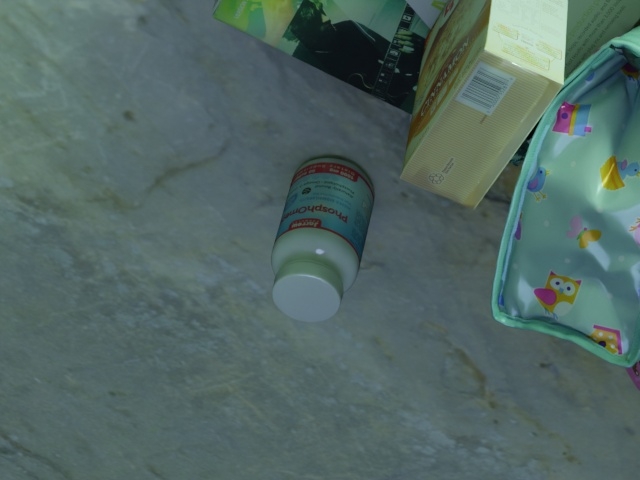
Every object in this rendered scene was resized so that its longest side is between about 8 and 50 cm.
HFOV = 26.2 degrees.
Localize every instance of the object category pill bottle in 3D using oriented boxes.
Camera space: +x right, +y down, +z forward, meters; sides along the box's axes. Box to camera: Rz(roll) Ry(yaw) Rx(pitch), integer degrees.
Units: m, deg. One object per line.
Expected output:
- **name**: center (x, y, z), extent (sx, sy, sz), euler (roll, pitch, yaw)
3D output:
- **pill bottle**: center (0.000, 0.000, 1.343), extent (0.087, 0.160, 0.087), euler (7, 134, 7)

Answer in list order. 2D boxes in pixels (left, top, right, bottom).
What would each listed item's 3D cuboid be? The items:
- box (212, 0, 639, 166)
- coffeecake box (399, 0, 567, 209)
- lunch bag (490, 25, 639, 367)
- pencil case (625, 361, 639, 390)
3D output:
- **box**: center (0.095, -0.217, 1.183), extent (0.322, 0.058, 0.232), euler (25, 134, -10)
- **coffeecake box**: center (0.131, -0.142, 1.078), extent (0.068, 0.185, 0.142), euler (23, 134, -9)
- **lunch bag**: center (0.256, -0.061, 1.133), extent (0.160, 0.223, 0.262), euler (17, 114, 27)
- **pencil case**: center (0.437, 0.020, 1.260), extent (0.160, 0.167, 0.386), euler (50, 138, 21)
